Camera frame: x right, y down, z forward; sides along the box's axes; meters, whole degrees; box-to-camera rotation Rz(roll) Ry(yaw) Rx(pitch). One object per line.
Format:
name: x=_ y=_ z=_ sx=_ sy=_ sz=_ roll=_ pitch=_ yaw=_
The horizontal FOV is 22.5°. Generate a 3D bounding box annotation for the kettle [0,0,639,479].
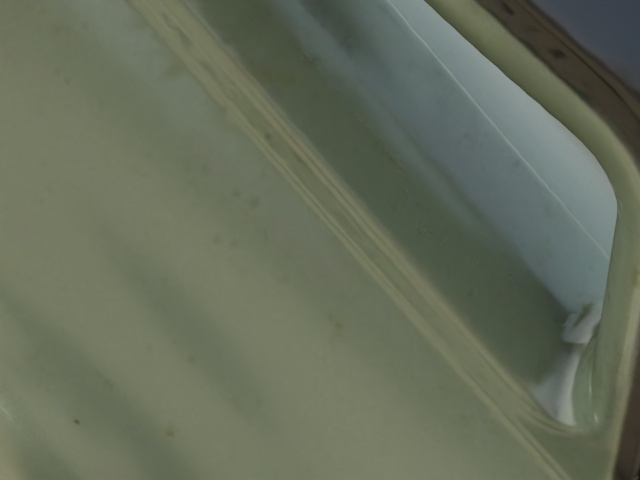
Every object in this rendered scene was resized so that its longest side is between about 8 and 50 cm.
kettle: x=0.000 y=0.000 z=0.519 sx=0.250 sy=0.377 sz=0.361 roll=-44 pitch=7 yaw=-27
